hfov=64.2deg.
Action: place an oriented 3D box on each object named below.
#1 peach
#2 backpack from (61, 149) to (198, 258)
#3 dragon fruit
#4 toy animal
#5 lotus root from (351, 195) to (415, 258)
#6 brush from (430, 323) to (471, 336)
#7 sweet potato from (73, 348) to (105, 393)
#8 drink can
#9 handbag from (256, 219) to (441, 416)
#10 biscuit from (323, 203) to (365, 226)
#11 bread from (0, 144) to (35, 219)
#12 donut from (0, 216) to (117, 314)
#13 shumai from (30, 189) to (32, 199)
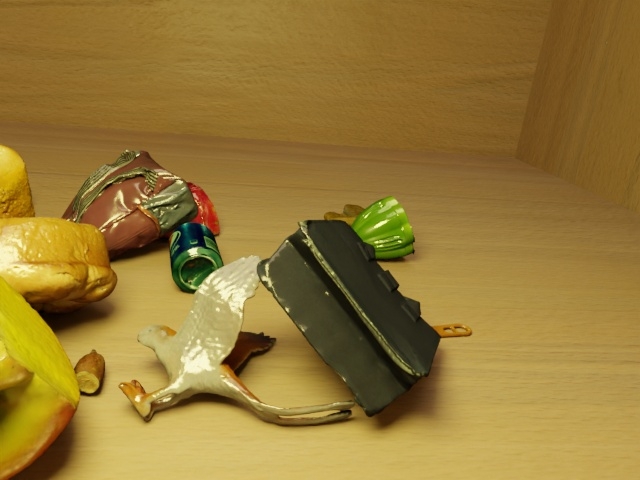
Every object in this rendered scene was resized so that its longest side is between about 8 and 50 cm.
[{"bbox_3d":[-0.505,0.171,0.635,0.306,0.242,0.380,-35,50,-28],"label":"peach"},{"bbox_3d":[-0.507,-0.082,1.277,0.317,0.197,0.283,-37,44,-21],"label":"backpack"},{"bbox_3d":[-0.429,-0.090,1.480,0.262,0.189,0.163,13,-9,28],"label":"dragon fruit"},{"bbox_3d":[-0.149,0.223,0.812,0.302,0.225,0.284,-20,51,-25],"label":"toy animal"},{"bbox_3d":[0.147,-0.015,1.417,0.186,0.186,0.186,5,21,-2],"label":"lotus root"},{"bbox_3d":[0.178,0.194,1.059,0.314,0.017,0.090,-1,25,-19],"label":"brush"},{"bbox_3d":[-0.377,0.207,0.834,0.049,0.049,0.117,-1,16,-18],"label":"sweet potato"},{"bbox_3d":[-0.297,0.034,1.206,0.118,0.118,0.205,-1,21,-18],"label":"drink can"},{"bbox_3d":[0.067,0.110,0.887,0.303,0.122,0.329,51,18,9],"label":"handbag"},{"bbox_3d":[0.087,-0.085,1.725,0.183,0.039,0.174,-3,24,-25],"label":"biscuit"},{"bbox_3d":[-0.721,-0.025,0.972,0.328,0.337,0.148,-10,44,-41],"label":"bread"},{"bbox_3d":[-0.542,0.060,0.909,0.299,0.150,0.317,-17,-12,19],"label":"donut"},{"bbox_3d":[-0.929,-0.133,1.494,0.116,0.145,0.145,-9,9,37],"label":"shumai"}]
